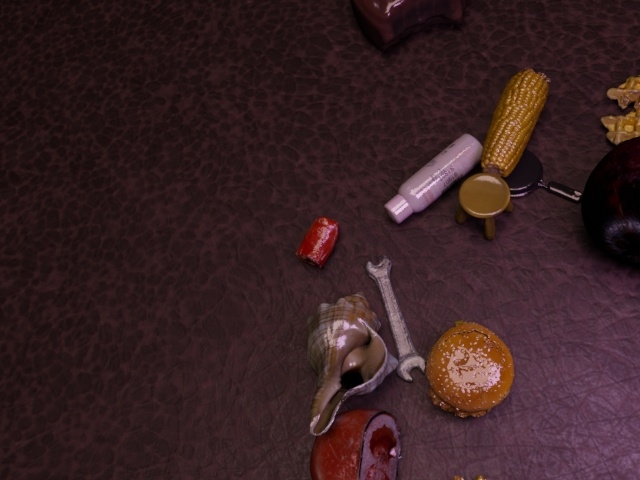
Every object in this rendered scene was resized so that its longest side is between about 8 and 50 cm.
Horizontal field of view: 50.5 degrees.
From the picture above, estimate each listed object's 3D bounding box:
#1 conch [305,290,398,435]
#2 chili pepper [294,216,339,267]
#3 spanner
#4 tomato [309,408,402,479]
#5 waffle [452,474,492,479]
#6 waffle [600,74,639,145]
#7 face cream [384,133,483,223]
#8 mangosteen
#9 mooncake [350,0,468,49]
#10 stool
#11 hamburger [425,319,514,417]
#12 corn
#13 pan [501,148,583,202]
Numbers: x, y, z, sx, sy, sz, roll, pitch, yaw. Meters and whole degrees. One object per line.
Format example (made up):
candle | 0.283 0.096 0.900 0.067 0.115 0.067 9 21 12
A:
conch | 0.059 0.251 1.419 0.203 0.169 0.386 -3 51 17
chili pepper | 0.000 0.000 1.604 0.070 0.073 0.123 33 76 -19
spanner | 0.165 0.170 1.515 0.071 0.017 0.302 -20 64 4
tomato | 0.059 0.438 1.350 0.155 0.181 0.214 1 64 30
waffle | 0.262 0.605 1.256 0.307 0.060 0.312 -25 65 -6
waffle | 0.784 -0.282 1.547 0.261 0.056 0.250 -28 64 -2
face cream | 0.264 -0.140 1.595 0.269 0.082 0.082 -40 63 -6
mangosteen | 0.688 -0.088 1.353 0.300 0.300 0.300 -5 65 11
mooncake | 0.228 -0.668 1.794 0.326 0.174 0.333 12 69 16
stool | 0.369 -0.080 1.525 0.134 0.110 0.135 -12 63 7
hamburger | 0.298 0.267 1.384 0.191 0.118 0.182 -41 60 -2
corn | 0.448 -0.275 1.582 0.106 0.106 0.305 20 64 21
pan | 0.493 -0.145 1.569 0.235 0.028 0.136 24 72 22
